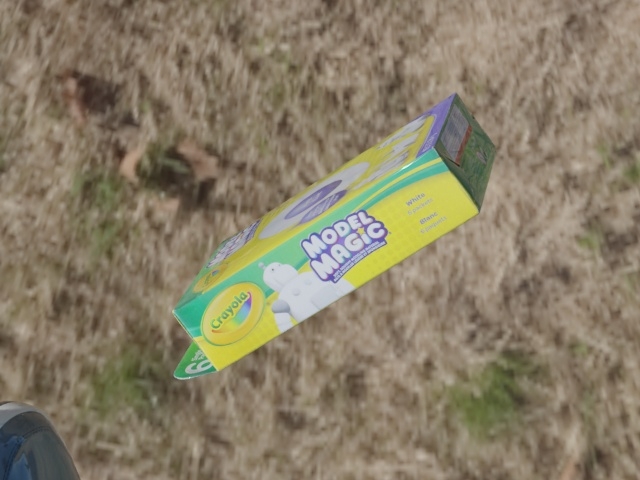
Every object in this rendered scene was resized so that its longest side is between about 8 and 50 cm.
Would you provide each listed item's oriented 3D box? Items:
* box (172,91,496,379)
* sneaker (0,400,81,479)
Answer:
[{"bbox_3d":[0.000,0.000,0.775,0.179,0.105,0.043,-34,100,20],"label":"box"},{"bbox_3d":[-0.129,0.248,0.979,0.178,0.124,0.296,5,114,35],"label":"sneaker"}]
